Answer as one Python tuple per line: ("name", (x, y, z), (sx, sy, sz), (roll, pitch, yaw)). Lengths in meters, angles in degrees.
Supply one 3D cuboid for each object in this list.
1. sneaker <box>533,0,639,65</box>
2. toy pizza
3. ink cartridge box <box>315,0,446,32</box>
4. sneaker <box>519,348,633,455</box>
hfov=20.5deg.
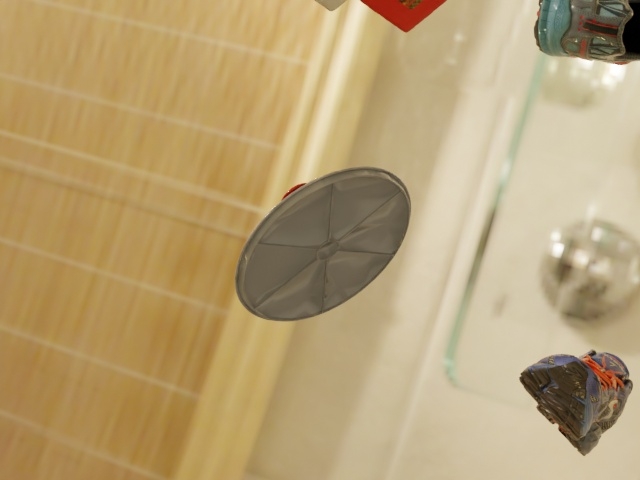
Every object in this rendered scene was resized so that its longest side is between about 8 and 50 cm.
("sneaker", (0.338, -0.222, 1.871), (0.262, 0.125, 0.104), (-15, -63, -49))
("toy pizza", (0.000, 0.000, 1.761), (0.201, 0.032, 0.201), (-23, -38, -19))
("ink cartridge box", (0.098, -0.349, 1.964), (0.239, 0.275, 0.060), (32, -140, -27))
("sneaker", (0.243, 0.134, 1.634), (0.087, 0.083, 0.221), (-44, -16, -2))
